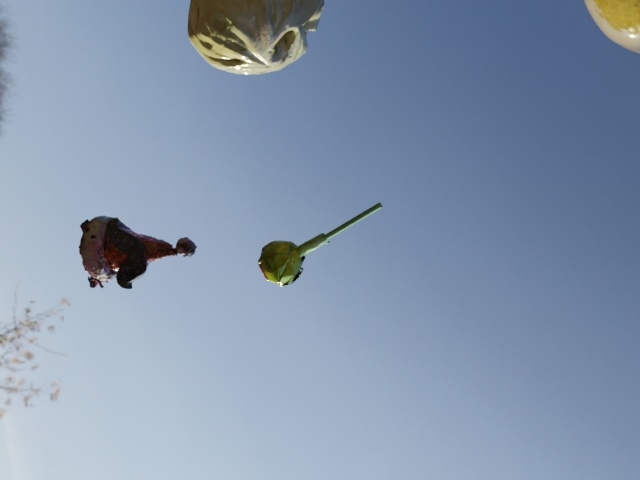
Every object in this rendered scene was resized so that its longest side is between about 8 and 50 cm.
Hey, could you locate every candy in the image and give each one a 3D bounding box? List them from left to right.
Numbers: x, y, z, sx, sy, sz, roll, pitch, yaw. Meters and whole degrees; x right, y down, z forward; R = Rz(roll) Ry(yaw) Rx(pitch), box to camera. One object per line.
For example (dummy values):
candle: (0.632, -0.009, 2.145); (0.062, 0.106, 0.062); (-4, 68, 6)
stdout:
candy: (0.000, 0.000, 0.914); (0.194, 0.062, 0.058); (-29, -152, 23)

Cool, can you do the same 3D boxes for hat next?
hat: (-0.336, 0.024, 1.293); (0.227, 0.129, 0.140); (1, -88, 16)

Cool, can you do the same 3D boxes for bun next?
bun: (-0.081, -0.307, 0.989); (0.178, 0.193, 0.128); (-51, -125, 31)

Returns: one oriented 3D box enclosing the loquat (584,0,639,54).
loquat: (0.293, -0.223, 0.571); (0.163, 0.137, 0.163); (-15, -132, 17)
